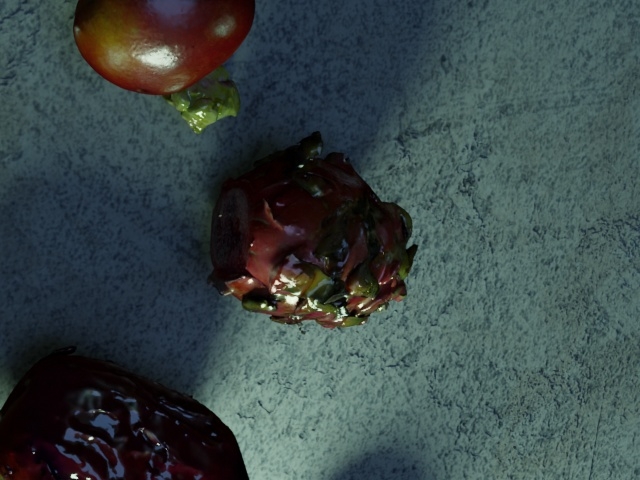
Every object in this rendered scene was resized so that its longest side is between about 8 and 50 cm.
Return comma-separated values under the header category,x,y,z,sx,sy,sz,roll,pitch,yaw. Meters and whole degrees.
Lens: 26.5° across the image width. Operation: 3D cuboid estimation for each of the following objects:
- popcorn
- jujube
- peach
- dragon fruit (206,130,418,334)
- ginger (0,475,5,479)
category,x,y,z,sx,sy,sz,roll,pitch,yaw
popcorn,-0.162,-0.201,1.863,0.109,0.089,0.097,-6,81,-35
jujube,-0.274,0.309,1.886,0.376,0.258,0.258,33,90,-20
peach,-0.196,-0.297,1.741,0.243,0.199,0.243,-11,116,-25
dragon fruit,0.000,0.000,1.930,0.291,0.250,0.269,7,85,-24
ginger,-0.555,0.294,1.826,0.375,0.166,0.236,21,59,-55
